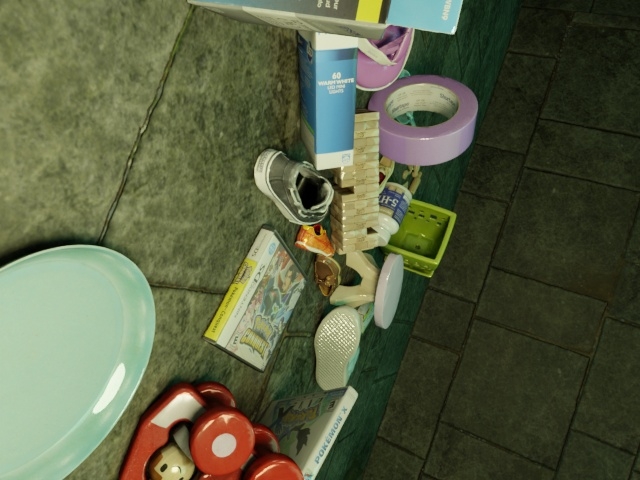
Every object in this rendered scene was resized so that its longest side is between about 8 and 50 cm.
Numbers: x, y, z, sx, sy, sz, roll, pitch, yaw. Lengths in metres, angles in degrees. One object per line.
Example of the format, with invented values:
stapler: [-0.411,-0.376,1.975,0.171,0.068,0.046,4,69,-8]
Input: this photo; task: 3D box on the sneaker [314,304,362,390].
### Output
sneaker: [0.061,0.309,1.475,0.150,0.135,0.365,-57,164,-50]

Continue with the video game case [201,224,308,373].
video game case: [-0.120,0.136,1.013,0.248,0.035,0.275,-64,157,-19]

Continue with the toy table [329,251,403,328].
toy table: [0.154,0.141,1.499,0.252,0.161,0.274,-38,140,-53]

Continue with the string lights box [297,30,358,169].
string lights box: [0.009,-0.275,0.863,0.133,0.077,0.259,-113,-162,-49]

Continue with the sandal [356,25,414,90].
sandal: [0.110,-0.400,0.852,0.170,0.102,0.416,-20,155,-4]

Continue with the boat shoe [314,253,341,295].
boat shoe: [0.017,0.094,1.265,0.178,0.064,0.060,74,38,-58]

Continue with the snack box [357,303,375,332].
snack box: [0.176,0.267,1.810,0.141,0.037,0.100,-49,150,-44]

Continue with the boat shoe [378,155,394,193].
boat shoe: [0.190,-0.208,1.461,0.045,0.050,0.135,21,87,-73]

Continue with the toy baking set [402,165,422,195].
toy baking set: [0.371,-0.278,1.860,0.256,0.030,0.196,-57,154,-32]

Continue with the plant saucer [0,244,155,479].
plant saucer: [-0.320,0.151,0.544,0.317,0.044,0.317,-48,147,-46]

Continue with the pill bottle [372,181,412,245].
pill bottle: [0.208,-0.081,1.517,0.186,0.112,0.112,-64,157,-20]

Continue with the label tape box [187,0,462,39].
label tape box: [0.026,-0.374,0.546,0.115,0.348,0.249,-20,125,-63]

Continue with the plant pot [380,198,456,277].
plant pot: [0.367,0.000,1.821,0.207,0.228,0.227,74,39,-63]

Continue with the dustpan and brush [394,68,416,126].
dustpan and brush: [0.265,-0.400,1.474,0.147,0.060,0.211,-64,156,-20]

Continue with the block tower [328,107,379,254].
block tower: [0.074,-0.134,1.069,0.097,0.091,0.335,-11,113,-15]

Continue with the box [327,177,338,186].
box: [0.061,-0.122,1.176,0.062,0.083,0.052,-23,127,-61]

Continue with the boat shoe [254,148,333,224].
boat shoe: [-0.024,-0.095,0.972,0.108,0.102,0.301,-68,158,-9]

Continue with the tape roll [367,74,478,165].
tape roll: [0.263,-0.319,1.246,0.274,0.275,0.090,-57,154,-32]

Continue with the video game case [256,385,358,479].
video game case: [-0.093,0.463,1.048,0.329,0.036,0.300,-30,-164,46]

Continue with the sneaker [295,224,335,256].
sneaker: [0.000,0.000,1.153,0.067,0.064,0.175,-68,158,-1]

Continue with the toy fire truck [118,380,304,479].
toy fire truck: [-0.195,0.401,0.793,0.254,0.169,0.302,-45,108,-16]
